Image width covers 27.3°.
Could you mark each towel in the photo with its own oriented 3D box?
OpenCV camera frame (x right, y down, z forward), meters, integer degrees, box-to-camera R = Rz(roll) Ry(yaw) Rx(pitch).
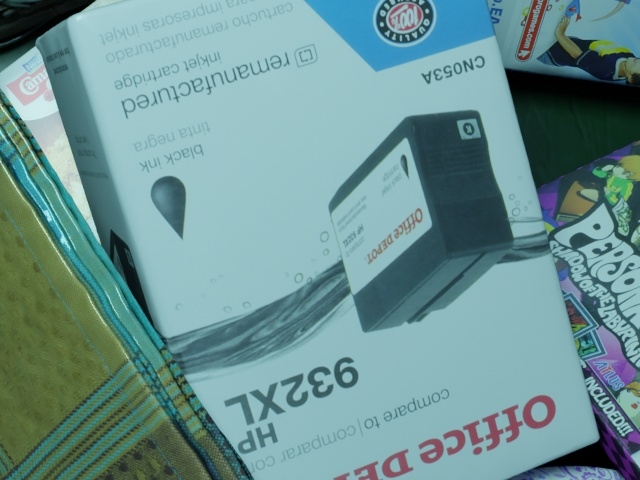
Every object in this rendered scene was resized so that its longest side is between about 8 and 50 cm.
[{"bbox_3d":[-0.206,0.039,0.731,0.040,0.271,0.370,-27,82,-48],"label":"towel"}]

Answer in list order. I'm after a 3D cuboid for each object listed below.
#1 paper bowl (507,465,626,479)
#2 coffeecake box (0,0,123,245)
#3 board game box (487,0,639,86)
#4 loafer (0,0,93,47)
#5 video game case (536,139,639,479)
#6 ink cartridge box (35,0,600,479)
[{"bbox_3d":[0.153,0.276,0.711,0.284,0.148,0.284,12,40,-10],"label":"paper bowl"},{"bbox_3d":[-0.122,-0.041,0.829,0.142,0.068,0.185,-40,84,-12],"label":"coffeecake box"},{"bbox_3d":[0.216,-0.232,0.782,0.302,0.308,0.086,7,47,-4],"label":"board game box"},{"bbox_3d":[-0.175,-0.190,0.847,0.267,0.084,0.096,-15,80,-8],"label":"loafer"},{"bbox_3d":[0.230,0.033,0.804,0.210,0.042,0.232,-24,50,-9],"label":"video game case"},{"bbox_3d":[0.000,0.000,0.738,0.223,0.129,0.307,-19,100,-17],"label":"ink cartridge box"}]
